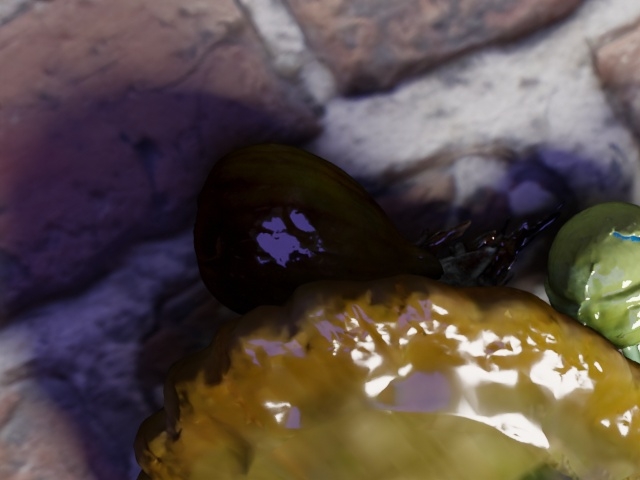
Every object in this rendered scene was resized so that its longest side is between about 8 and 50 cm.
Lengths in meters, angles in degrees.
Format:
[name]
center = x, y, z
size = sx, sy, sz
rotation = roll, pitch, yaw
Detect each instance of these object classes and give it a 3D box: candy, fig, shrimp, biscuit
[candy]
center = 0.222, 0.120, 1.026
size = 0.092, 0.093, 0.335
rotation = -12, 120, 10
[fig]
center = 0.000, 0.000, 0.922
size = 0.155, 0.103, 0.109
rotation = 5, 127, 0
[shrimp]
center = 0.068, 0.049, 0.971
size = 0.233, 0.079, 0.090
rotation = -37, 75, 1
[biscuit]
center = 0.037, 0.148, 0.945
size = 0.329, 0.078, 0.335
rotation = 16, 133, -25
